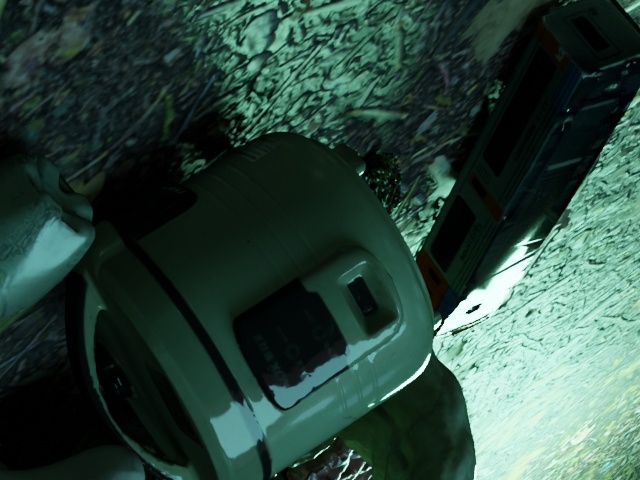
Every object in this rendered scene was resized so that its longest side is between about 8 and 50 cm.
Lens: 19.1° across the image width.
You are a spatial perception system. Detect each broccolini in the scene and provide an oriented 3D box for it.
[{"bbox_3d":[0.005,0.005,1.577,0.194,0.052,0.054,-45,156,15],"label":"broccolini"}]

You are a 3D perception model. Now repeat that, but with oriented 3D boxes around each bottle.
[{"bbox_3d":[-0.257,0.053,1.173,0.270,0.083,0.083,-39,161,10],"label":"bottle"}]

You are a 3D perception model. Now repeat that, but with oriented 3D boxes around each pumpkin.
[{"bbox_3d":[-0.174,0.207,1.495,0.146,0.190,0.190,-34,160,-24],"label":"pumpkin"}]

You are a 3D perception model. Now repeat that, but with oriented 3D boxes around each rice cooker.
[{"bbox_3d":[-0.057,0.054,1.332,0.244,0.226,0.226,-30,159,-14],"label":"rice cooker"}]

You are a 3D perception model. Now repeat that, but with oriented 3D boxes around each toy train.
[{"bbox_3d":[0.171,-0.054,1.693,0.086,0.089,0.409,-21,155,-30],"label":"toy train"}]

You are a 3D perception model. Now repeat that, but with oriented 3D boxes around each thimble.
[{"bbox_3d":[-0.013,0.208,1.659,0.291,0.291,0.195,-29,159,-28],"label":"thimble"}]

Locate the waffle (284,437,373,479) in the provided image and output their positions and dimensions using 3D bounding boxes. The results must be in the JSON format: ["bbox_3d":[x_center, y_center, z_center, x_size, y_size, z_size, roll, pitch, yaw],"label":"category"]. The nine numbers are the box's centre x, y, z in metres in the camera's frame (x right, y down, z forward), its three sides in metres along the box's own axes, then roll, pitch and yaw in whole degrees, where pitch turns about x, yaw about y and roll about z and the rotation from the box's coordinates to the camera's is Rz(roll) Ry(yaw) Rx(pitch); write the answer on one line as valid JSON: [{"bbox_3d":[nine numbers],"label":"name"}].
[{"bbox_3d":[0.034,0.265,2.182,0.221,0.055,0.234,-36,161,-8],"label":"waffle"}]

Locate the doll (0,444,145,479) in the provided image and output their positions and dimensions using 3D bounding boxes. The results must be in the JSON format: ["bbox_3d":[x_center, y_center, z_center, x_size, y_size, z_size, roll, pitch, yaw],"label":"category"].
[{"bbox_3d":[-0.255,0.193,1.351,0.311,0.159,0.242,-14,136,11],"label":"doll"}]

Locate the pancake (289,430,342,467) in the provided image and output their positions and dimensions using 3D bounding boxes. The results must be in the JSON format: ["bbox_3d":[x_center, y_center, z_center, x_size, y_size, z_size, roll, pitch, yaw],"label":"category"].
[{"bbox_3d":[-0.046,0.098,1.529,0.199,0.199,0.021,-27,-165,-32],"label":"pancake"}]
